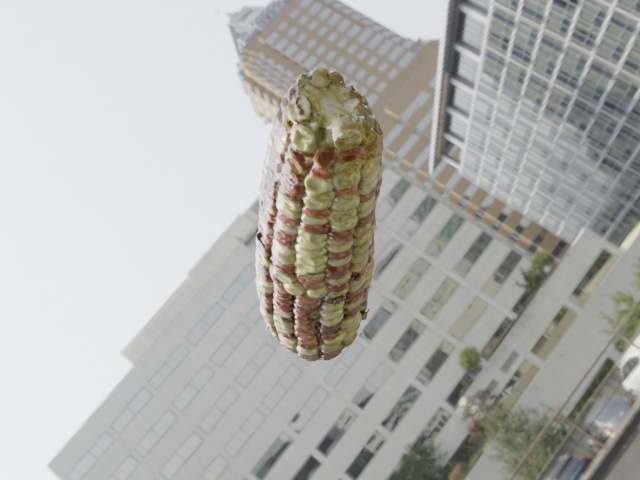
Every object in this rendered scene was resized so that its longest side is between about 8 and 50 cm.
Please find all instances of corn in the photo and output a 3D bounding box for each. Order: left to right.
[{"bbox_3d":[0.000,0.000,0.412,0.079,0.079,0.237,-45,-19,-27],"label":"corn"}]
